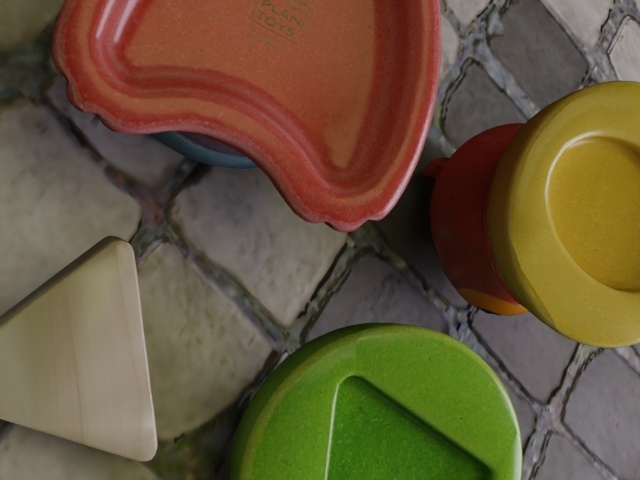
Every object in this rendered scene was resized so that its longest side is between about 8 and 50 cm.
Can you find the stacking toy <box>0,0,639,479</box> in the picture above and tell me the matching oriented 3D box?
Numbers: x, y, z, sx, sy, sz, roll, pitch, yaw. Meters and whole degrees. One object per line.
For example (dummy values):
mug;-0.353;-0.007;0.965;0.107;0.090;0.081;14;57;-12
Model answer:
stacking toy;0.000;0.000;0.444;0.309;0.130;0.280;34;83;-20
